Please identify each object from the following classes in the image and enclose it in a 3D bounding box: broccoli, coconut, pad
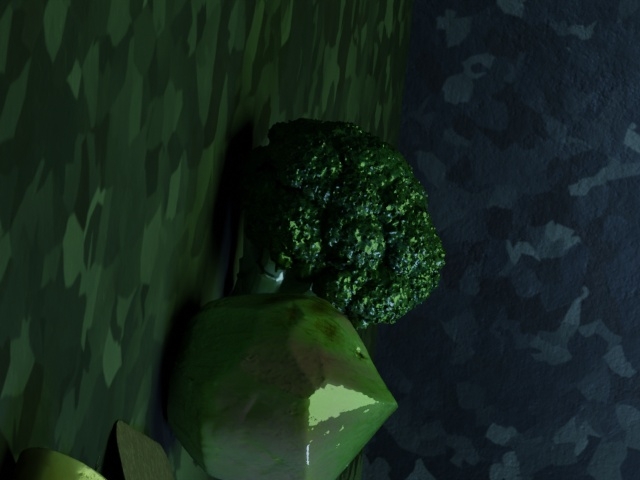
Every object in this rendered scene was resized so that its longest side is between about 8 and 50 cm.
[{"bbox_3d":[0.000,0.000,2.179,0.270,0.270,0.270,-48,-174,24],"label":"broccoli"},{"bbox_3d":[-0.035,0.156,2.015,0.236,0.236,0.204,-6,101,-81],"label":"coconut"},{"bbox_3d":[-0.141,0.305,1.831,0.176,0.002,0.266,52,23,-70],"label":"pad"}]

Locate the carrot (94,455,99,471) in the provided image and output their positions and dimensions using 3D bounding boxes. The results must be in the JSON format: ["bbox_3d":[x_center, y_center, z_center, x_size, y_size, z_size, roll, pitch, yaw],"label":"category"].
[{"bbox_3d":[-0.191,0.299,1.707,0.078,0.078,0.298,-70,163,-52],"label":"carrot"}]

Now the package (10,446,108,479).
[{"bbox_3d":[-0.182,0.347,1.474,0.221,0.165,0.311,86,14,-55],"label":"package"}]
